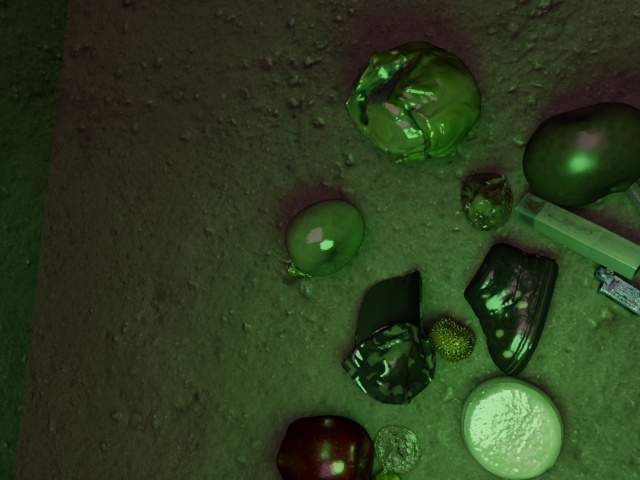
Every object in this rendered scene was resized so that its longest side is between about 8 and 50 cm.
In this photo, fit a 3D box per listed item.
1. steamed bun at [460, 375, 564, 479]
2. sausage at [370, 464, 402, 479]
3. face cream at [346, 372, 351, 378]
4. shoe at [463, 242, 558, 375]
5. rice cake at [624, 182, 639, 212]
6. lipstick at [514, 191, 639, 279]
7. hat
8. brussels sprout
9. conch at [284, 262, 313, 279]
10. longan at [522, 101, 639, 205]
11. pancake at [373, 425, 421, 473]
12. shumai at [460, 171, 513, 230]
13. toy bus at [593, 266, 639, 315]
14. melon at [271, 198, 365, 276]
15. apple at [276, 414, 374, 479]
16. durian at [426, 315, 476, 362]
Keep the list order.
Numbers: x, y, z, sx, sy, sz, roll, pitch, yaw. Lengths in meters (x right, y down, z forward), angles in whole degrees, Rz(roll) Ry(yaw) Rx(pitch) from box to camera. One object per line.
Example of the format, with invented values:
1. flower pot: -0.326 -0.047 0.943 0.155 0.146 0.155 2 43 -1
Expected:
1. steamed bun: 0.555 0.542 1.374 0.283 0.177 0.282 -3 78 17
2. sausage: 0.219 0.892 1.468 0.123 0.123 0.346 -9 76 20
3. face cream: 0.192 0.456 1.600 0.199 0.057 0.084 8 83 21
4. shoe: 0.559 0.203 1.439 0.237 0.171 0.383 17 85 17
5. rice cake: 0.942 -0.176 1.432 0.036 0.047 0.206 -23 72 11
6. lipstick: 0.773 -0.021 1.408 0.076 0.079 0.372 -47 55 -9
7. hat: 0.268 0.306 1.528 0.366 0.381 0.257 -21 114 45
8. brussels sprout: 0.334 -0.475 1.583 0.425 0.342 0.361 40 68 19
9. conch: -0.077 0.107 1.760 0.121 0.074 0.089 12 120 3
10. longan: 0.778 -0.253 1.379 0.350 0.289 0.288 -21 72 40
11. pancake: 0.255 0.690 1.547 0.158 0.028 0.158 -5 75 19
12. shumai: 0.536 -0.143 1.514 0.167 0.176 0.205 -15 72 18
13. toy bus: 0.882 0.148 1.378 0.167 0.073 0.076 38 95 23
14. melon: 0.012 -0.011 1.654 0.272 0.272 0.307 37 101 23
15. apple: 0.023 0.701 1.497 0.317 0.288 0.287 -10 76 34
16. durian: 0.416 0.315 1.484 0.168 0.158 0.136 21 72 49
